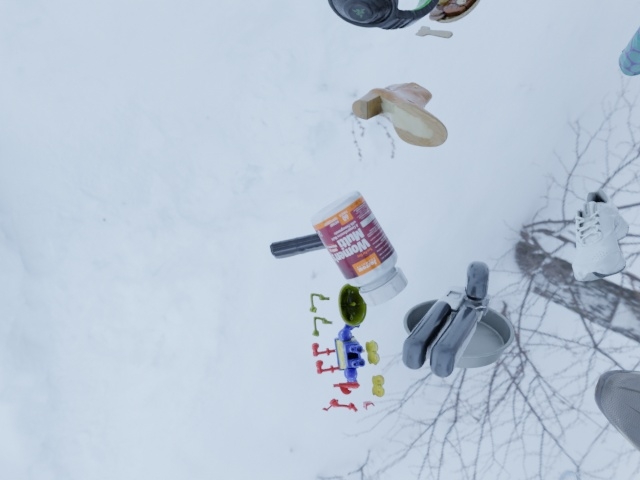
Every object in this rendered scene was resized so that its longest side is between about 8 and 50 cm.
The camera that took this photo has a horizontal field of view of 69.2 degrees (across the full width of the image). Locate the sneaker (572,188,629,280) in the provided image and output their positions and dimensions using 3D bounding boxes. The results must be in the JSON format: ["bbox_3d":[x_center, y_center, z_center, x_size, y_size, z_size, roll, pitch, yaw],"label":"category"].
[{"bbox_3d":[0.632,-0.012,1.078,0.129,0.111,0.297,57,43,-13],"label":"sneaker"}]

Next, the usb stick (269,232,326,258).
[{"bbox_3d":[0.000,0.000,1.246,0.277,0.045,0.077,-12,163,7],"label":"usb stick"}]

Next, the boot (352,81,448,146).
[{"bbox_3d":[0.252,-0.356,1.241,0.211,0.295,0.104,-35,141,-36],"label":"boot"}]

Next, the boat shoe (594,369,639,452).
[{"bbox_3d":[0.575,0.300,0.746,0.355,0.130,0.132,26,87,-9],"label":"boat shoe"}]

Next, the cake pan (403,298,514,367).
[{"bbox_3d":[0.376,0.253,1.280,0.293,0.293,0.054,-14,115,-28],"label":"cake pan"}]

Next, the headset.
[{"bbox_3d":[0.078,-0.511,0.804,0.394,0.185,0.244,-14,94,-29],"label":"headset"}]

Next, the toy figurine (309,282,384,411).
[{"bbox_3d":[0.059,0.326,1.431,0.191,0.217,0.363,-8,81,-9],"label":"toy figurine"}]

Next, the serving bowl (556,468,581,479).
[{"bbox_3d":[0.594,0.590,1.100,0.027,0.083,0.083,23,107,1],"label":"serving bowl"}]

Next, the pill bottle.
[{"bbox_3d":[0.083,0.018,0.958,0.121,0.121,0.221,-34,97,-14],"label":"pill bottle"}]

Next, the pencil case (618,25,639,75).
[{"bbox_3d":[0.633,-0.379,0.900,0.070,0.064,0.151,-47,165,11],"label":"pencil case"}]

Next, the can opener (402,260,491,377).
[{"bbox_3d":[0.199,0.099,0.696,0.283,0.076,0.095,-23,119,-58],"label":"can opener"}]

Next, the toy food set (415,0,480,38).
[{"bbox_3d":[0.306,-0.551,1.058,0.192,0.132,0.038,-52,131,1],"label":"toy food set"}]
